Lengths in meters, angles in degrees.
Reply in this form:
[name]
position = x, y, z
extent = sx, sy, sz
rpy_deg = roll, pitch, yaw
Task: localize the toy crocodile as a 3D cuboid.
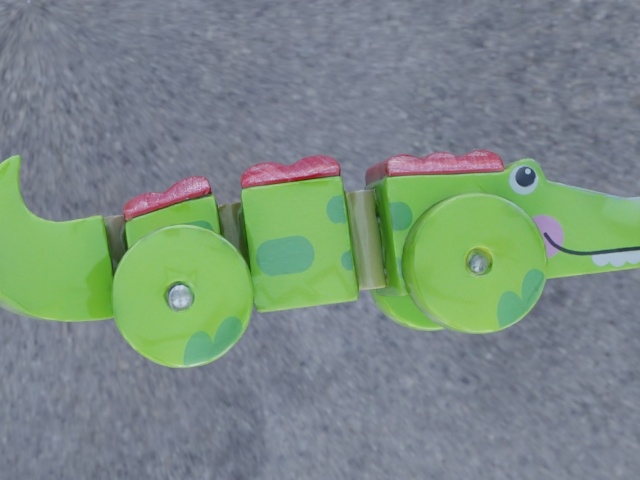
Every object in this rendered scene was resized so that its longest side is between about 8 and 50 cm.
[toy crocodile]
position = 0.000, 0.000, 0.647
extent = 0.340, 0.115, 0.105
rpy_deg = -6, 88, -5
